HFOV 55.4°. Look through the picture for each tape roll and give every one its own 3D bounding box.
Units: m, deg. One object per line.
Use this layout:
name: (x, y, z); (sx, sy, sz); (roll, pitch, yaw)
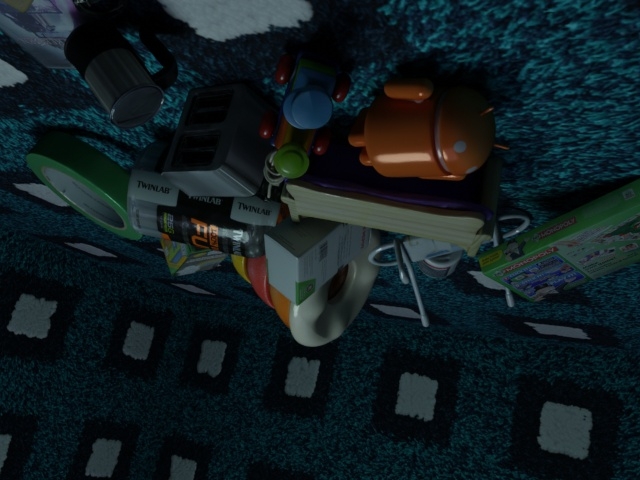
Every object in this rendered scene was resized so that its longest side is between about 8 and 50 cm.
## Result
tape roll: (-0.547, -0.127, 1.472); (0.321, 0.077, 0.321); (27, 158, 12)

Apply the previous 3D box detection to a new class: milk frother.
milk frother: (-0.279, -0.253, 0.830); (0.135, 0.129, 0.143); (51, -179, 15)

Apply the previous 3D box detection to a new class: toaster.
toaster: (-0.162, -0.161, 1.026); (0.185, 0.168, 0.110); (4, 162, 34)

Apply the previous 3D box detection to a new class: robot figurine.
robot figurine: (0.149, -0.154, 0.867); (0.219, 0.158, 0.128); (3, -163, 34)

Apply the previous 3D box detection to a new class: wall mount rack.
wall mount rack: (0.292, 0.065, 1.320); (0.350, 0.130, 0.304); (-15, 153, 13)

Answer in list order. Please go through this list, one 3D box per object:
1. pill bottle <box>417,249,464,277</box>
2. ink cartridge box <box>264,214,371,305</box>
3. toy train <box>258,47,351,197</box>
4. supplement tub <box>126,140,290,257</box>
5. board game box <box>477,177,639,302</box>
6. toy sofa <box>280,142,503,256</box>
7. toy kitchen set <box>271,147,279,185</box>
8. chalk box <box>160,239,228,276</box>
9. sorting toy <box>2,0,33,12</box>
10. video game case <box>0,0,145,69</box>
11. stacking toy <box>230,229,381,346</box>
pill bottle: (0.286, 0.033, 1.479); (0.108, 0.108, 0.180); (11, 165, 9)
ink cartridge box: (0.000, 0.000, 1.218); (0.092, 0.219, 0.160); (36, 147, 25)
toy train: (-0.039, -0.129, 0.861); (0.105, 0.143, 0.248); (16, 121, -9)
supplement tub: (-0.214, -0.081, 1.292); (0.338, 0.207, 0.207); (12, 165, 4)
board game box: (0.481, 0.013, 1.113); (0.317, 0.046, 0.213); (-29, 141, 32)
toy sofa: (0.123, -0.097, 1.059); (0.362, 0.150, 0.177); (11, 160, 9)
toy kitchen set: (-0.111, -0.158, 1.174); (0.083, 0.075, 0.068); (10, 165, -7)
chalk box: (-0.300, -0.016, 1.520); (0.132, 0.132, 0.213); (-10, 162, -36)
sorting toy: (-0.444, -0.377, 0.656); (0.307, 0.041, 0.229); (29, 156, -34)
video game case: (-0.411, -0.332, 0.888); (0.196, 0.026, 0.274); (8, 164, 19)
stacking toy: (-0.115, 0.023, 1.570); (0.480, 0.350, 0.350); (26, 172, 28)
